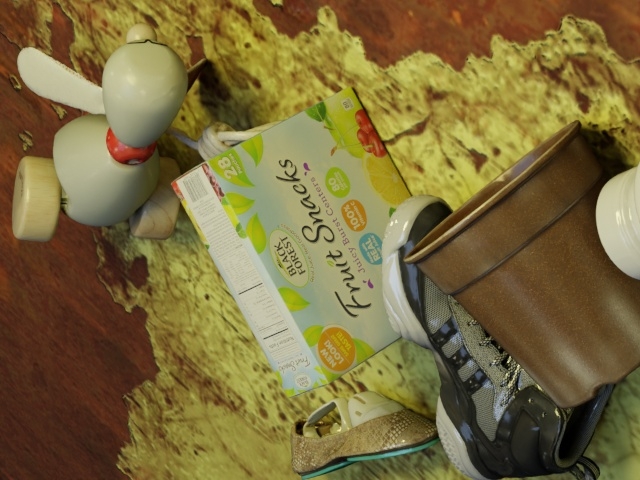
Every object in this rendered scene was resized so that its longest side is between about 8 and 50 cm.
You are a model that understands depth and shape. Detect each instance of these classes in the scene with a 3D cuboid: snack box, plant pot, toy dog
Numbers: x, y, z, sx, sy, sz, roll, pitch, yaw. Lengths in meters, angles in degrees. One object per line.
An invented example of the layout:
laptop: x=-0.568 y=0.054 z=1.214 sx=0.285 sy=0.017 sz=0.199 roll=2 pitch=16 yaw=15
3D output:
snack box: x=0.000 y=0.000 z=1.446 sx=0.070 sy=0.174 sz=0.207 roll=-28 pitch=91 yaw=54
plant pot: x=0.178 y=0.025 z=1.288 sx=0.165 sy=0.167 sz=0.167 roll=50 pitch=142 yaw=-2
toy dog: x=-0.184 y=-0.117 z=1.597 sx=0.333 sy=0.220 sz=0.161 roll=-31 pitch=58 yaw=45

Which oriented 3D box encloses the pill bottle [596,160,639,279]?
pill bottle: x=0.277 y=-0.033 z=1.168 sx=0.180 sy=0.108 sz=0.108 roll=-24 pitch=95 yaw=52

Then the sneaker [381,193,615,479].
sneaker: x=0.152 y=0.084 z=1.398 sx=0.153 sy=0.101 sz=0.269 roll=5 pitch=123 yaw=46

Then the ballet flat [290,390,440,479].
ballet flat: x=0.033 y=0.178 z=1.618 sx=0.206 sy=0.073 sz=0.067 roll=-23 pitch=81 yaw=49
